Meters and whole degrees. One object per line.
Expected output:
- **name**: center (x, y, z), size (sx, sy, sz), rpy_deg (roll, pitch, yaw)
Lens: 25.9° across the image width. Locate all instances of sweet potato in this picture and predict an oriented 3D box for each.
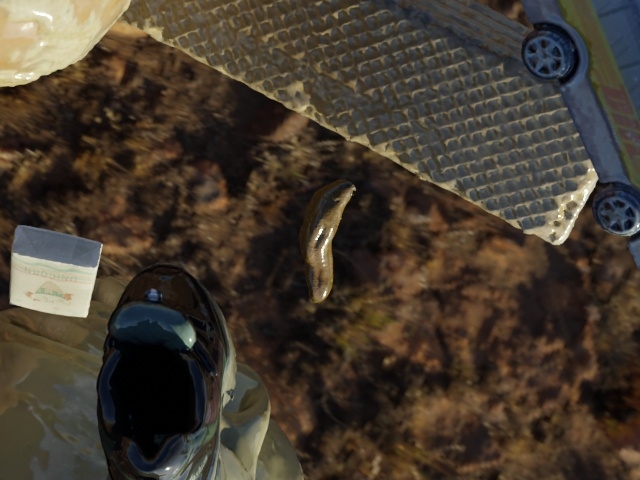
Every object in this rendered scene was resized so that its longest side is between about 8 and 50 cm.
- **sweet potato**: center (-0.001, 0.000, 1.822), size (0.054, 0.053, 0.182), rpy_deg (-18, 128, -44)

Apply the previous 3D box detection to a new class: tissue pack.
- **tissue pack**: center (-0.173, 0.022, 0.901), size (0.056, 0.108, 0.023), rpy_deg (12, 68, -8)

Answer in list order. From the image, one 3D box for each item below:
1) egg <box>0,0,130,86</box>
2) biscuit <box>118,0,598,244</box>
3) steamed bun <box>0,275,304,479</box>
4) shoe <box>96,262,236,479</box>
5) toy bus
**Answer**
- **egg**: center (-0.228, -0.207, 0.955), size (0.245, 0.203, 0.203), rpy_deg (-21, 113, -40)
- **biscuit**: center (0.028, -0.150, 1.078), size (0.078, 0.426, 0.144), rpy_deg (-49, 166, -53)
- **steamed bun**: center (-0.144, 0.157, 1.095), size (0.324, 0.310, 0.219), rpy_deg (26, 99, -31)
- **shoe**: center (-0.081, 0.063, 0.702), size (0.071, 0.169, 0.099), rpy_deg (-3, 139, -1)
- **toy bus**: center (0.157, -0.071, 0.676), size (0.064, 0.075, 0.190), rpy_deg (-42, 108, -48)
